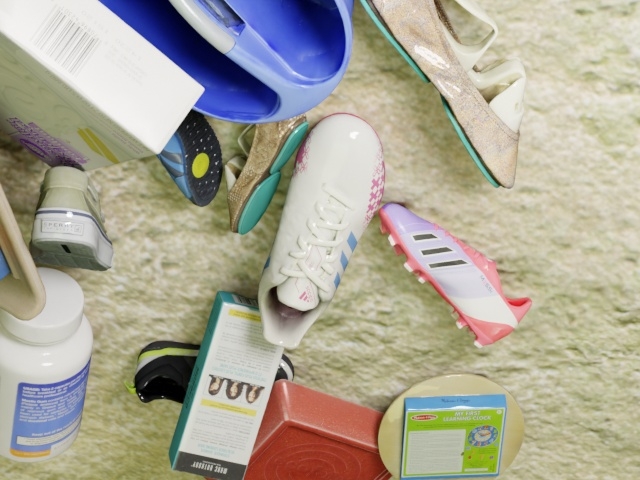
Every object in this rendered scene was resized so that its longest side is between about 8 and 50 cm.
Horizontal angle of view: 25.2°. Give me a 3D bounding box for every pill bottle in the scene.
[{"bbox_3d":[-0.395,0.169,1.982,0.152,0.152,0.272,15,131,-2],"label":"pill bottle"}]

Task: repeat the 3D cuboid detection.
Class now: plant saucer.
[{"bbox_3d":[-0.011,0.322,2.072,0.258,0.047,0.259,21,132,-22],"label":"plant saucer"}]

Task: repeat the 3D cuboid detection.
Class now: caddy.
[{"bbox_3d":[-0.113,-0.276,1.517,0.241,0.179,0.341,-30,119,31],"label":"caddy"}]

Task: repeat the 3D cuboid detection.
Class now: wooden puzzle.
[{"bbox_3d":[-0.491,-0.080,1.722,0.322,0.080,0.347,28,142,34],"label":"wooden puzzle"}]

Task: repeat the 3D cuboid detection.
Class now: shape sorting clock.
[{"bbox_3d":[0.183,0.271,2.002,0.206,0.040,0.206,-3,123,-4],"label":"shape sorting clock"}]

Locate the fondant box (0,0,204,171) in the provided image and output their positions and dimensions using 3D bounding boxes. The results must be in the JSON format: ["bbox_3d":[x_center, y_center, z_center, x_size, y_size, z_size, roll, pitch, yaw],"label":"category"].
[{"bbox_3d":[-0.302,-0.186,1.582,0.238,0.096,0.330,39,163,-21],"label":"fondant box"}]

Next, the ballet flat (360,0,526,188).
[{"bbox_3d":[0.165,-0.189,1.590,0.106,0.107,0.316,-30,120,16],"label":"ballet flat"}]

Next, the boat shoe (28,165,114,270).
[{"bbox_3d":[-0.306,-0.021,1.782,0.109,0.094,0.302,8,170,-9],"label":"boat shoe"}]

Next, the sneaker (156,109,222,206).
[{"bbox_3d":[-0.183,-0.130,1.743,0.082,0.069,0.209,14,143,33],"label":"sneaker"}]

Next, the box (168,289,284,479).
[{"bbox_3d":[-0.122,0.198,1.924,0.101,0.060,0.244,15,101,-15],"label":"box"}]

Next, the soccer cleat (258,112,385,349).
[{"bbox_3d":[0.000,0.000,1.757,0.116,0.143,0.331,16,132,-2],"label":"soccer cleat"}]

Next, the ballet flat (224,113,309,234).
[{"bbox_3d":[-0.078,-0.095,1.754,0.067,0.073,0.206,41,129,12],"label":"ballet flat"}]

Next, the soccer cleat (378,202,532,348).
[{"bbox_3d":[0.167,0.030,1.805,0.095,0.083,0.248,-40,112,4],"label":"soccer cleat"}]

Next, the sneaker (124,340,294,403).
[{"bbox_3d":[-0.154,0.202,1.995,0.235,0.097,0.084,0,131,12],"label":"sneaker"}]
